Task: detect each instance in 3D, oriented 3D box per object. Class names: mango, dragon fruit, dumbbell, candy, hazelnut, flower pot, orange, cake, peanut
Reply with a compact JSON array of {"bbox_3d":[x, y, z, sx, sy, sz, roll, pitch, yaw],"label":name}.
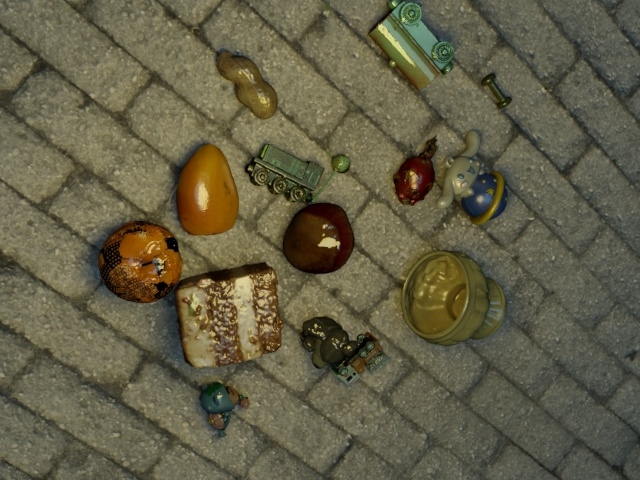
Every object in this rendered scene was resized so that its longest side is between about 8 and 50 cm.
[{"bbox_3d":[-0.328,-0.146,1.801,0.187,0.138,0.256,-15,109,-24],"label":"mango"},{"bbox_3d":[0.315,-0.227,1.983,0.126,0.125,0.246,33,73,-4],"label":"dragon fruit"},{"bbox_3d":[0.572,-0.485,2.032,0.052,0.046,0.118,-43,107,-10],"label":"dumbbell"},{"bbox_3d":[0.027,-0.184,1.901,0.061,0.061,0.202,44,62,-17],"label":"candy"},{"bbox_3d":[0.000,0.000,1.884,0.230,0.229,0.229,-3,100,-15],"label":"hazelnut"},{"bbox_3d":[0.432,0.193,1.995,0.244,0.307,0.307,20,94,-37],"label":"flower pot"},{"bbox_3d":[-0.505,0.061,1.762,0.235,0.182,0.234,-1,93,-12],"label":"orange"},{"bbox_3d":[-0.266,0.207,1.813,0.291,0.282,0.255,-6,94,-10],"label":"cake"},{"bbox_3d":[-0.208,-0.452,1.808,0.104,0.085,0.227,-33,106,12],"label":"peanut"}]

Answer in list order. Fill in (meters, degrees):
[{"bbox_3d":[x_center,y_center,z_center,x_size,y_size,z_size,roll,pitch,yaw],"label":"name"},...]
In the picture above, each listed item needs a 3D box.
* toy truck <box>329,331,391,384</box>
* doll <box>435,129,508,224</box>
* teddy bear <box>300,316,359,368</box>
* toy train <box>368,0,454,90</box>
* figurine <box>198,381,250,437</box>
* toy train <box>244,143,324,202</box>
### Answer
[{"bbox_3d":[0.128,0.399,2.049,0.178,0.080,0.115,-40,116,-7],"label":"toy truck"},{"bbox_3d":[0.494,-0.194,2.026,0.243,0.159,0.310,17,71,-5],"label":"doll"},{"bbox_3d":[0.004,0.312,1.929,0.171,0.251,0.144,36,87,-3],"label":"teddy bear"},{"bbox_3d":[0.277,-0.596,1.909,0.177,0.116,0.285,-43,109,9],"label":"toy train"},{"bbox_3d":[-0.297,0.515,1.946,0.145,0.114,0.178,-12,114,-20],"label":"figurine"},{"bbox_3d":[-0.110,-0.201,1.879,0.226,0.090,0.137,25,85,-17],"label":"toy train"}]
